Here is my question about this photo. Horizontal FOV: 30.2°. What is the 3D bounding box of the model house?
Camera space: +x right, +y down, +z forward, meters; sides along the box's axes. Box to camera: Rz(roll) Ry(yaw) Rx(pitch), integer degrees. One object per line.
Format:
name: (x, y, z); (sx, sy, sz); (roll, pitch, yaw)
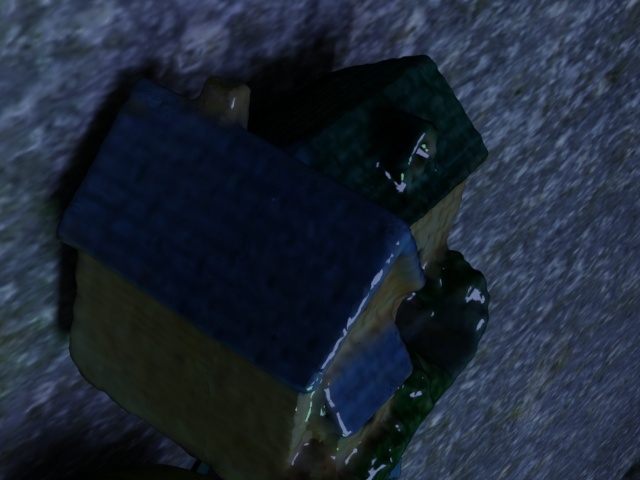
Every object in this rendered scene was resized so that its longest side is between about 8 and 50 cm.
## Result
model house: (0.000, 0.000, 1.139); (0.382, 0.334, 0.343); (-39, 151, -43)

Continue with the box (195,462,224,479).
box: (-0.049, 0.288, 1.578); (0.311, 0.118, 0.205); (-60, 153, 12)

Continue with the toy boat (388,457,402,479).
toy boat: (0.051, 0.377, 1.863); (0.185, 0.075, 0.077); (-9, 120, -49)

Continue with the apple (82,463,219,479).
apple: (-0.209, 0.414, 1.314); (0.320, 0.311, 0.360); (-107, -142, -74)
